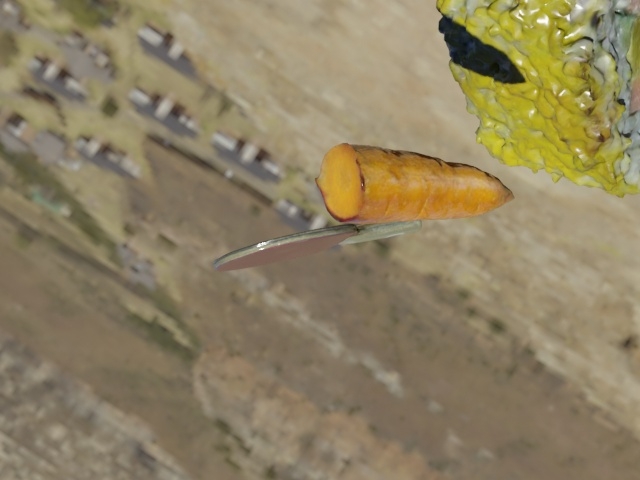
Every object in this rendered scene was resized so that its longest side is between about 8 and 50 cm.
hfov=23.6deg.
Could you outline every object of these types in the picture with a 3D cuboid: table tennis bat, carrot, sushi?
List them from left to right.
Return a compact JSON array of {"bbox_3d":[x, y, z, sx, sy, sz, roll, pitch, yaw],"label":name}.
[{"bbox_3d":[0.000,0.000,1.668,0.138,0.246,0.022,-27,76,61],"label":"table tennis bat"},{"bbox_3d":[0.097,-0.044,1.357,0.205,0.072,0.072,4,-175,-34],"label":"carrot"},{"bbox_3d":[0.337,-0.287,1.882,0.240,0.351,0.396,24,153,39],"label":"sushi"}]
